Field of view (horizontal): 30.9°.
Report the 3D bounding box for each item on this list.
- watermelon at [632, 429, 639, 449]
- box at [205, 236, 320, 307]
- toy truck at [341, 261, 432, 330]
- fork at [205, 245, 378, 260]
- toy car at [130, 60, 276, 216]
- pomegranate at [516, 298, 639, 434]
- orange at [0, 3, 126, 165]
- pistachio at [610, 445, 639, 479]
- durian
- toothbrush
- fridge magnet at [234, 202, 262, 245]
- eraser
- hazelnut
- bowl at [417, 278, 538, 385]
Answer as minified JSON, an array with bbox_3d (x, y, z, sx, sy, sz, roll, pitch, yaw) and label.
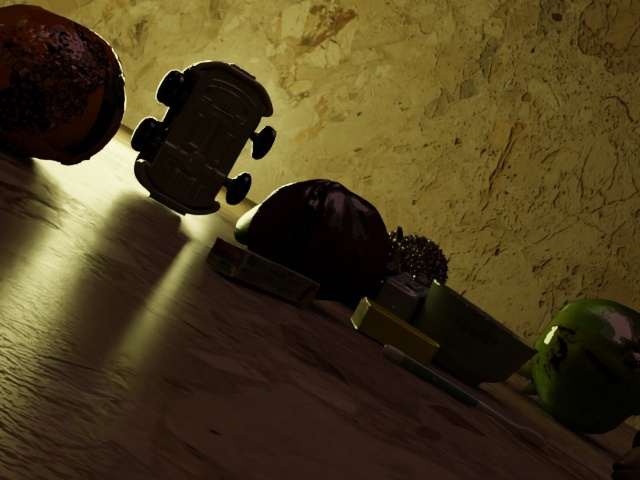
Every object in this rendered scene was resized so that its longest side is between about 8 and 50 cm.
[{"bbox_3d":[0.664,0.407,2.272,0.105,0.105,0.133,31,0,-3],"label":"watermelon"},{"bbox_3d":[-0.070,0.044,1.482,0.050,0.041,0.207,30,1,29],"label":"box"},{"bbox_3d":[0.071,0.067,2.023,0.253,0.114,0.124,32,16,22],"label":"toy truck"},{"bbox_3d":[-0.040,0.026,1.558,0.235,0.021,0.039,3,-8,11],"label":"fork"},{"bbox_3d":[-0.203,-0.170,1.886,0.204,0.248,0.198,30,-2,-19],"label":"toy car"},{"bbox_3d":[0.512,0.247,2.253,0.260,0.260,0.340,30,-27,-28],"label":"pomegranate"},{"bbox_3d":[-0.351,-0.192,1.424,0.234,0.182,0.234,19,10,-3],"label":"orange"},{"bbox_3d":[0.494,0.339,1.633,0.185,0.108,0.126,22,-21,-25],"label":"pistachio"},{"bbox_3d":[0.184,0.058,2.508,0.196,0.196,0.167,31,26,-1],"label":"durian"},{"bbox_3d":[0.195,0.211,1.571,0.257,0.018,0.024,31,-1,-4],"label":"toothbrush"},{"bbox_3d":[-0.043,-0.030,1.942,0.208,0.208,0.088,-145,-143,-63],"label":"fridge magnet"},{"bbox_3d":[0.110,0.137,1.733,0.122,0.045,0.097,31,2,-6],"label":"eraser"},{"bbox_3d":[0.000,0.000,1.658,0.204,0.178,0.178,20,1,6],"label":"hazelnut"},{"bbox_3d":[0.246,0.167,1.935,0.211,0.112,0.211,34,5,-4],"label":"bowl"}]
